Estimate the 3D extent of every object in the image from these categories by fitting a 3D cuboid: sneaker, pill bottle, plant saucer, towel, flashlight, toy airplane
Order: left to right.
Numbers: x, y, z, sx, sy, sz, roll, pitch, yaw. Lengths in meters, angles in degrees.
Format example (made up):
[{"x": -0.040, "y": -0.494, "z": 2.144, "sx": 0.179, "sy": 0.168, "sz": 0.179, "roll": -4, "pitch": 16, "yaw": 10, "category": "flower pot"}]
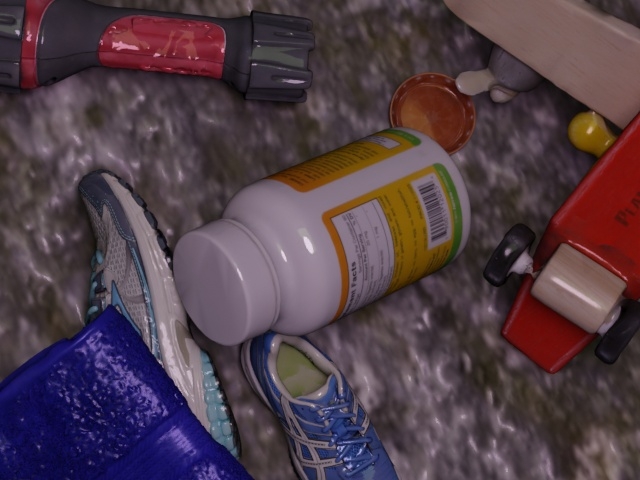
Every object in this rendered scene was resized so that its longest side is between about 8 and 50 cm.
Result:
[{"x": -0.167, "y": 0.236, "z": 1.290, "sx": 0.227, "sy": 0.076, "sz": 0.308, "roll": -40, "pitch": 89, "yaw": 15, "category": "towel"}, {"x": -0.169, "y": 0.076, "z": 1.353, "sx": 0.122, "sy": 0.110, "sz": 0.283, "roll": -21, "pitch": 81, "yaw": -7, "category": "sneaker"}, {"x": -0.159, "y": -0.172, "z": 1.404, "sx": 0.304, "sy": 0.103, "sz": 0.103, "roll": 6, "pitch": 77, "yaw": -7, "category": "flashlight"}, {"x": 0.000, "y": 0.000, "z": 1.337, "sx": 0.245, "sy": 0.136, "sz": 0.136, "roll": -24, "pitch": 83, "yaw": -36, "category": "pill bottle"}, {"x": 0.002, "y": 0.163, "z": 1.374, "sx": 0.080, "sy": 0.081, "sz": 0.211, "roll": -38, "pitch": 88, "yaw": -16, "category": "sneaker"}, {"x": 0.106, "y": -0.118, "z": 1.481, "sx": 0.083, "sy": 0.013, "sz": 0.084, "roll": 2, "pitch": 79, "yaw": -8, "category": "plant saucer"}, {"x": 0.319, "y": -0.095, "z": 1.381, "sx": 0.384, "sy": 0.272, "sz": 0.386, "roll": -11, "pitch": 96, "yaw": 20, "category": "toy airplane"}]
